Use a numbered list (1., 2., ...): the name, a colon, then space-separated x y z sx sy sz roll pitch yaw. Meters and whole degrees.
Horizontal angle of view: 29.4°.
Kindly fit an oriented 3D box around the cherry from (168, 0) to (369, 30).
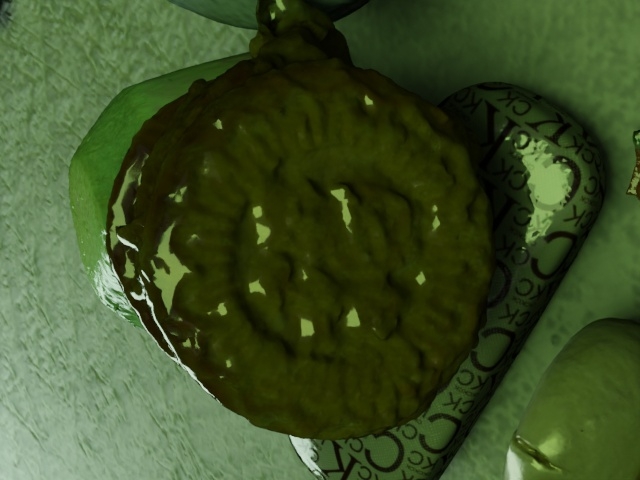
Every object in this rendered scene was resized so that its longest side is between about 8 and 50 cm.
1. cherry: -0.054 -0.273 0.811 0.296 0.218 0.255 49 118 8

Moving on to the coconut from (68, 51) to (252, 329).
1. coconut: -0.063 -0.031 0.899 0.204 0.236 0.235 -144 52 -63

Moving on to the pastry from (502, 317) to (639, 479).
1. pastry: 0.184 0.129 0.796 0.092 0.156 0.156 23 115 36

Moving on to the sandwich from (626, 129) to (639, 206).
1. sandwich: 0.239 -0.012 0.793 0.067 0.029 0.135 -21 91 36

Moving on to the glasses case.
1. glasses case: 0.080 0.051 0.887 0.137 0.085 0.354 36 120 20

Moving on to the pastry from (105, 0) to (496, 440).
1. pastry: 0.000 0.000 0.744 0.240 0.132 0.235 40 87 -22
